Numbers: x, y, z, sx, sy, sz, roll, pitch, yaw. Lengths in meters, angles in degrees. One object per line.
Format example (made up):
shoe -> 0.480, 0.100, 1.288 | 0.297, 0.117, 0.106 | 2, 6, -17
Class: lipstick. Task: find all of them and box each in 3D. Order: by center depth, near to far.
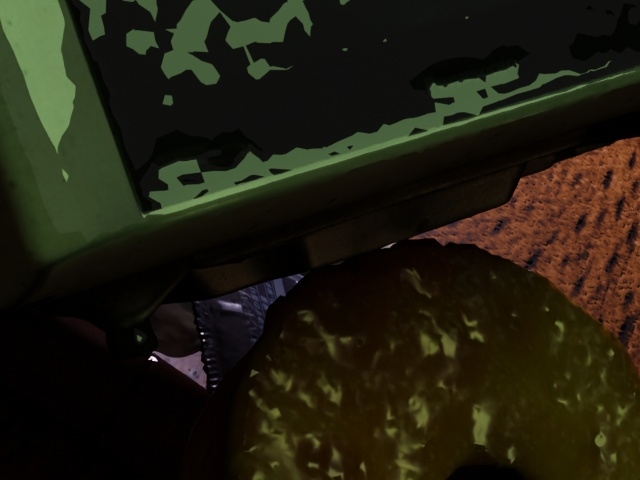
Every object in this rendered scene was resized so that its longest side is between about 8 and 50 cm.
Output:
lipstick -> -0.058, 0.104, 0.854 | 0.356, 0.057, 0.057 | 36, 26, -9

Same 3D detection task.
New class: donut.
donut -> 0.057, 0.155, 0.778 | 0.303, 0.110, 0.303 | 19, 56, -30

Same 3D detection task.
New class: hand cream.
hand cream -> 0.023, 0.078, 0.930 | 0.270, 0.061, 0.120 | 33, 33, -44

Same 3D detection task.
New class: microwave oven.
microwave oven -> -0.032, -0.106, 0.726 | 0.394, 0.333, 0.247 | -18, 94, -33

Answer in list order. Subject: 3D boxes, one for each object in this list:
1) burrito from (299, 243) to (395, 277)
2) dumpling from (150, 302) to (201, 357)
burrito -> 0.000, 0.000, 1.089 | 0.275, 0.059, 0.082 | 30, 10, -19
dumpling -> -0.118, -0.009, 0.906 | 0.169, 0.100, 0.134 | 62, 26, -13
